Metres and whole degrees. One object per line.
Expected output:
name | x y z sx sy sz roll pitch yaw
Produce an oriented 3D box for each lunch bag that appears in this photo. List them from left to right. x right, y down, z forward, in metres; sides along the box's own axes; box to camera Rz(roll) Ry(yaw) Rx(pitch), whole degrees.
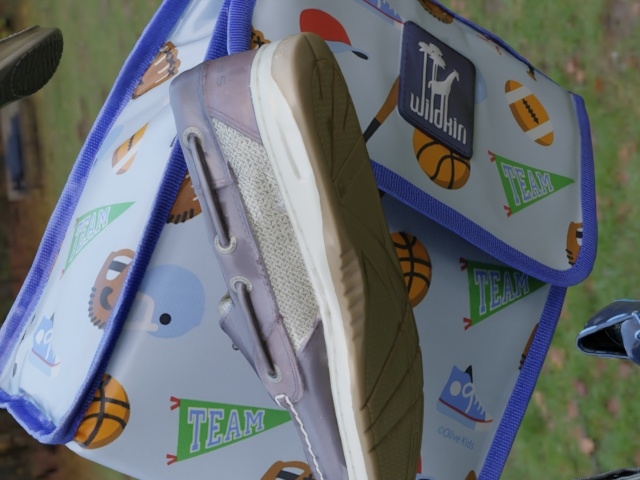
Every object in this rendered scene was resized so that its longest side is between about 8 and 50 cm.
lunch bag | 0.000 0.000 0.962 0.239 0.328 0.385 9 73 61

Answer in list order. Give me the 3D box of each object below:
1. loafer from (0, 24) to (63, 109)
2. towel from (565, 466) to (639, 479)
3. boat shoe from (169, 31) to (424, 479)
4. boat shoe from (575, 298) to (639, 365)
loafer | -0.268 -0.137 1.133 0.050 0.148 0.056 31 137 16
towel | 0.359 0.341 1.637 0.324 0.312 0.056 62 -162 -58
boat shoe | -0.011 0.029 0.758 0.103 0.092 0.285 -54 -45 -56
boat shoe | 0.412 0.127 1.709 0.109 0.089 0.258 60 158 -3
